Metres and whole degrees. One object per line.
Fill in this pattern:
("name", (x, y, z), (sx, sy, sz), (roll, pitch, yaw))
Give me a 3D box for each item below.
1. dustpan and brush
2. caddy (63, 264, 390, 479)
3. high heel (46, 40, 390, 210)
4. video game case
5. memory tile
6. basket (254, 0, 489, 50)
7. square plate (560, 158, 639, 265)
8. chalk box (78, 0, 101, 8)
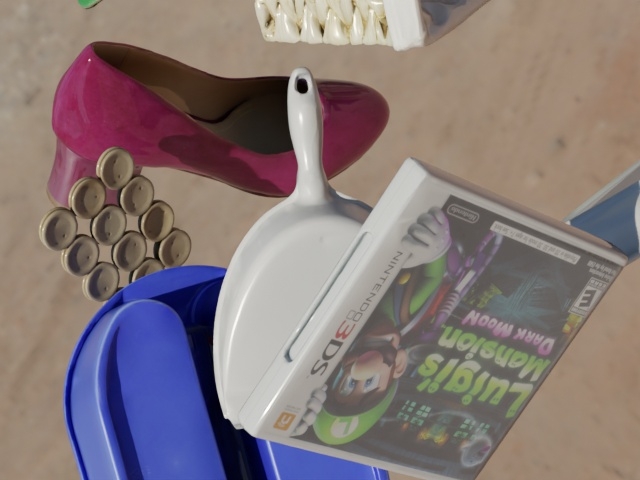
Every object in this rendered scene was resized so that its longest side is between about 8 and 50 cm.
("dustpan and brush", (0.000, 0.000, 1.175), (0.147, 0.211, 0.060), (-6, 11, -5))
("caddy", (-0.080, 0.181, 1.617), (0.241, 0.341, 0.179), (-14, -8, -17))
("high heel", (-0.073, -0.130, 1.768), (0.127, 0.377, 0.181), (51, 142, 28))
("video game case", (0.067, 0.053, 1.062), (0.173, 0.190, 0.022), (-57, 46, 13))
("memory tile", (-0.177, -0.002, 1.659), (0.012, 0.148, 0.113), (22, 64, 43))
("basket", (0.035, -0.179, 1.050), (0.103, 0.113, 0.167), (1, 23, 26))
("square plate", (0.323, -0.081, 1.488), (0.344, 0.049, 0.347), (-37, 0, -21))
("chalk box", (-0.159, -0.305, 1.338), (0.180, 0.179, 0.289), (-28, 54, 32))
